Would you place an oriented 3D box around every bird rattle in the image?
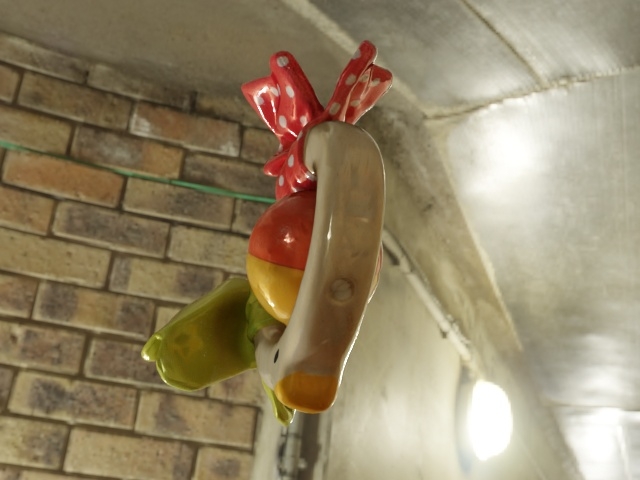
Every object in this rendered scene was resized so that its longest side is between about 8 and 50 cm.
[{"bbox_3d":[0.000,0.000,0.538,0.143,0.254,0.207,21,-174,-17],"label":"bird rattle"}]
